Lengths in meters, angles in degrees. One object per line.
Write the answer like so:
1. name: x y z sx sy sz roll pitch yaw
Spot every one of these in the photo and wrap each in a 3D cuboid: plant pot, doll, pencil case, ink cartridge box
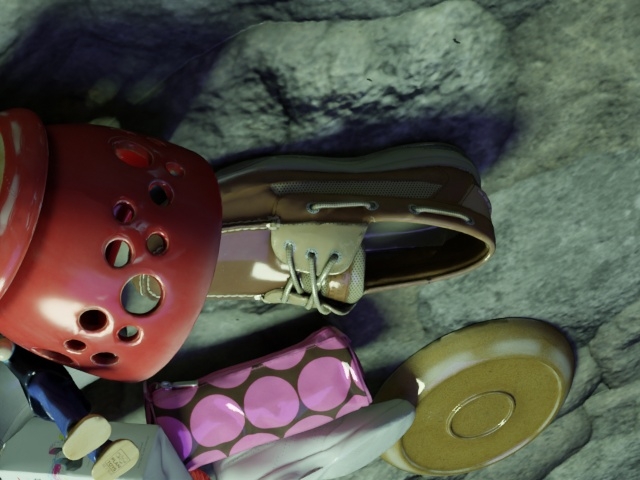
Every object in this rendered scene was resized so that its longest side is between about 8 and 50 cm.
1. plant pot: 0.163 0.174 1.722 0.236 0.032 0.236 -13 138 -12
2. doll: -0.208 0.120 1.294 0.046 0.189 0.129 -44 132 -5
3. plant pot: -0.192 -0.004 1.248 0.174 0.191 0.191 21 121 -31
4. pencil case: -0.061 0.144 1.541 0.209 0.095 0.098 -19 111 -10
5. ink cartridge box: -0.219 0.211 1.485 0.181 0.061 0.104 2 143 19

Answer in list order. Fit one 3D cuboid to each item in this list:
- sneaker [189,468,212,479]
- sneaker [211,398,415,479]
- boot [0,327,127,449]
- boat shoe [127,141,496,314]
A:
1. sneaker: -0.200 0.277 1.611 0.221 0.087 0.128 -4 160 7
2. sneaker: -0.008 0.190 1.615 0.212 0.094 0.080 -24 152 -23
3. boot: -0.292 0.199 1.378 0.338 0.222 0.118 -28 138 3
4. boat shoe: 0.000 0.000 1.394 0.324 0.116 0.123 -13 138 -13
